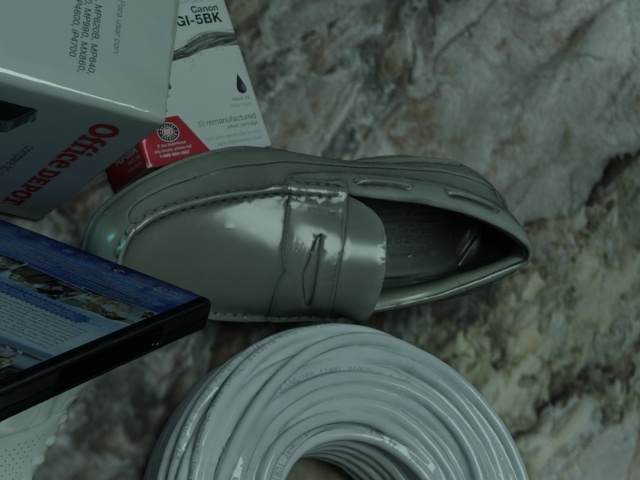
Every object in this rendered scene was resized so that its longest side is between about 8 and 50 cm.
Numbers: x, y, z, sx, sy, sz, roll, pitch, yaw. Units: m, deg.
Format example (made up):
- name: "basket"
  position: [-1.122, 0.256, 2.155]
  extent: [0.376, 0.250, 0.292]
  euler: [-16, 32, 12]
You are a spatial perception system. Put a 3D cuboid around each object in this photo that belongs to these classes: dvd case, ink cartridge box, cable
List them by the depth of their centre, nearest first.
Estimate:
- name: "dvd case"
  position: [-0.187, 0.032, 0.851]
  extent: [0.180, 0.022, 0.253]
  euler: [20, 14, 16]
- name: "ink cartridge box"
  position: [-0.240, -0.114, 0.903]
  extent: [0.273, 0.197, 0.114]
  euler: [12, 68, -28]
- name: "cable"
  position: [0.012, 0.183, 1.012]
  extent: [0.257, 0.089, 0.257]
  euler: [19, 63, -22]
- name: "ink cartridge box"
  position: [-0.104, -0.109, 1.073]
  extent: [0.099, 0.056, 0.135]
  euler: [-13, 81, -34]

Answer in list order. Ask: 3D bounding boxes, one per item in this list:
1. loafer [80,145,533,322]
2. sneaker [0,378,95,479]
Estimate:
- name: "loafer"
  position: [0.000, 0.000, 1.051]
  extent: [0.319, 0.111, 0.112]
  euler: [-9, 118, -34]
- name: "sneaker"
  position: [-0.195, 0.122, 0.924]
  extent: [0.232, 0.090, 0.115]
  euler: [-33, 98, -27]
